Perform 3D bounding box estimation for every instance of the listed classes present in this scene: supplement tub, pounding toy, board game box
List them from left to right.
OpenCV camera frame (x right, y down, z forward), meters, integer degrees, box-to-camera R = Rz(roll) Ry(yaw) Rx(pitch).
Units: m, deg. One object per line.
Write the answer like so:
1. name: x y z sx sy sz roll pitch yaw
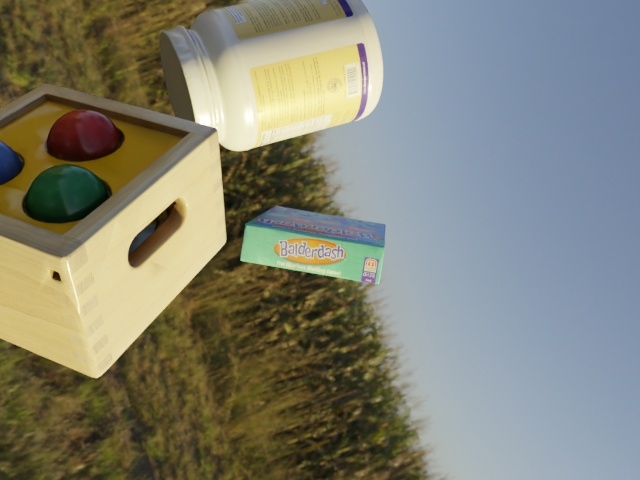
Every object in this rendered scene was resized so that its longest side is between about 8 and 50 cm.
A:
1. pounding toy: -0.164 -0.044 0.429 0.181 0.206 0.094 -52 152 -45
2. supplement tub: -0.086 -0.291 1.242 0.241 0.331 0.241 163 -90 -73
3. board game box: 0.000 0.000 0.899 0.210 0.160 0.047 -61 160 -80
